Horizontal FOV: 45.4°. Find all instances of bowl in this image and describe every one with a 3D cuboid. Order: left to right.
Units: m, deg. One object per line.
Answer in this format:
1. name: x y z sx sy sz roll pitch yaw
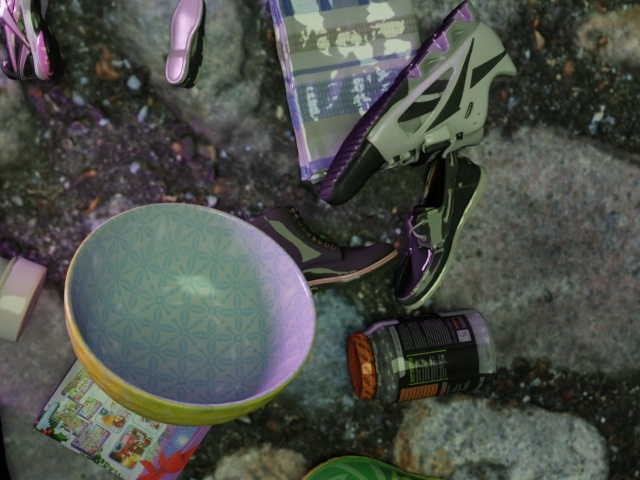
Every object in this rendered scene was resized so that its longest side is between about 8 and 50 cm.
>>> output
1. bowl: -0.165 0.110 0.913 0.289 0.289 0.156 17 134 -13

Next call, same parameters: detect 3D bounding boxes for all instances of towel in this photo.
1. towel: 0.049 -0.237 1.062 0.209 0.034 0.285 -13 98 -11

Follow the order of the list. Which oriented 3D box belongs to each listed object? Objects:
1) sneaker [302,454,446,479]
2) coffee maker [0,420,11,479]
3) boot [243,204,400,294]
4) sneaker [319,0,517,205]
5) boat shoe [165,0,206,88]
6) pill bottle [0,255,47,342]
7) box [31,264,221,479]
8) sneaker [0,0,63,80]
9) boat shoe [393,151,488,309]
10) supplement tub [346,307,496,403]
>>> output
1. sneaker: 0.105 0.381 1.087 0.295 0.123 0.109 10 94 -12
2. coffee maker: -0.442 0.297 0.985 0.171 0.120 0.178 -12 100 -34
3. boot: 0.000 0.000 1.057 0.197 0.077 0.137 -18 94 -10
4. sneaker: 0.139 -0.151 1.008 0.146 0.122 0.330 42 83 -10
5. boat shoe: -0.171 -0.263 1.012 0.046 0.038 0.125 8 88 30
6. pill bottle: -0.465 0.040 0.934 0.229 0.131 0.131 22 91 -13
7. box: -0.218 0.173 1.035 0.201 0.057 0.293 34 88 -11
8. sneaker: -0.383 -0.284 0.953 0.077 0.072 0.178 -10 92 0
9. boat shoe: 0.151 -0.017 1.073 0.079 0.084 0.233 29 81 -26
10. supplement tub: 0.139 0.163 1.076 0.190 0.117 0.117 -6 97 -11
